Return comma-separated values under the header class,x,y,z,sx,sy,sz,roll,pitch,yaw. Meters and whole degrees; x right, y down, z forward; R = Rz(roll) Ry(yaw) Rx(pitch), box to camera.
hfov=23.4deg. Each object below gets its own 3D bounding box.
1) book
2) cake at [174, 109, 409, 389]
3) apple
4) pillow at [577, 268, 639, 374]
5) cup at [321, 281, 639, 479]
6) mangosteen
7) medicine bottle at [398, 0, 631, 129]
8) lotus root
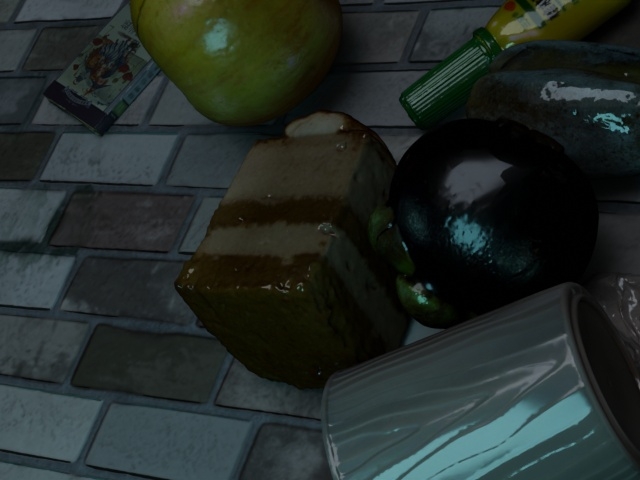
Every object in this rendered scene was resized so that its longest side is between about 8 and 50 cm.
class,x,y,z,sx,sy,sz,roll,pitch,yaw
book,-0.289,-0.268,2.247,0.231,0.026,0.157,-49,45,-8
cake,0.000,0.000,1.737,0.196,0.198,0.293,-3,52,39
apple,-0.106,-0.287,1.962,0.233,0.286,0.286,-36,45,5
pillow,0.333,0.093,1.539,0.248,0.049,0.135,7,66,41
cup,0.163,0.204,1.438,0.273,0.208,0.288,-27,43,21
mangosteen,0.167,-0.013,1.596,0.243,0.243,0.243,-18,49,22
medicine bottle,0.230,-0.238,1.840,0.309,0.076,0.111,-37,44,6
lotus root,0.311,-0.134,1.669,0.322,0.140,0.158,9,38,33
